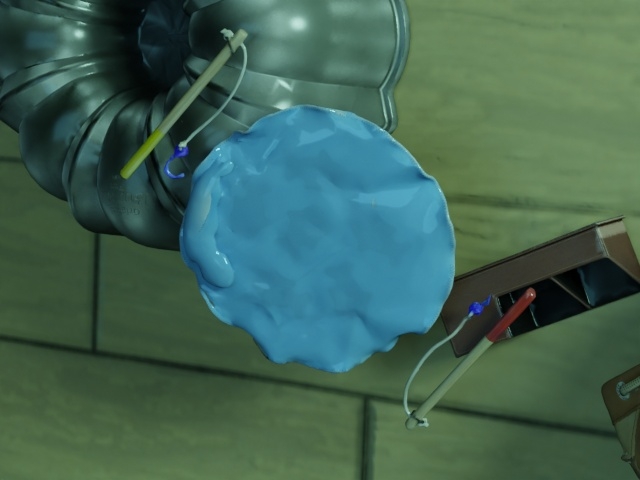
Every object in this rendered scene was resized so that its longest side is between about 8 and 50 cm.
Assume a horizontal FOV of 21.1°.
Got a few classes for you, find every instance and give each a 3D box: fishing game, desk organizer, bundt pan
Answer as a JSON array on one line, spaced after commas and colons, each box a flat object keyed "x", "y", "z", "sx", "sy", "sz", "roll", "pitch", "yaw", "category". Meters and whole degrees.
[{"x": 0.000, "y": 0.000, "z": 1.118, "sx": 0.264, "sy": 0.041, "sz": 0.189, "roll": 38, "pitch": 118, "yaw": 0, "category": "fishing game"}, {"x": 0.140, "y": 0.030, "z": 1.107, "sx": 0.130, "sy": 0.047, "sz": 0.050, "roll": -23, "pitch": 84, "yaw": 32, "category": "desk organizer"}, {"x": -0.108, "y": -0.144, "z": 1.206, "sx": 0.330, "sy": 0.124, "sz": 0.331, "roll": 3, "pitch": 95, "yaw": 32, "category": "bundt pan"}]

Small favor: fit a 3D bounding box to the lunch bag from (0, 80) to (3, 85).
[{"x": -0.292, "y": -0.147, "z": 1.347, "sx": 0.071, "sy": 0.083, "sz": 0.053, "roll": 7, "pitch": 99, "yaw": 33, "category": "lunch bag"}]

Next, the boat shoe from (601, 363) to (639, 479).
[{"x": 0.283, "y": 0.037, "z": 0.974, "sx": 0.324, "sy": 0.123, "sz": 0.116, "roll": -44, "pitch": 69, "yaw": 26, "category": "boat shoe"}]
